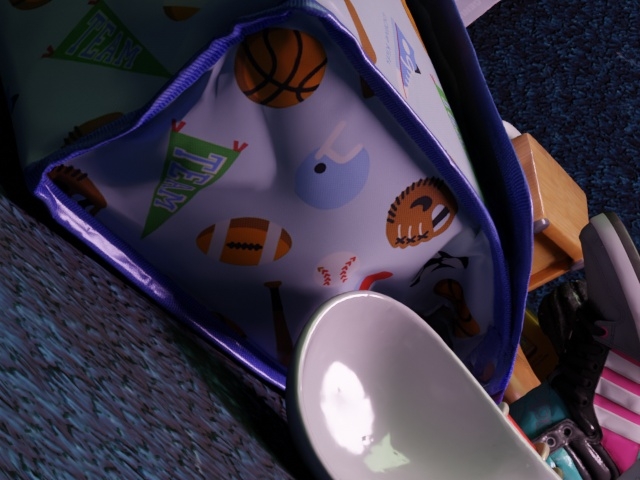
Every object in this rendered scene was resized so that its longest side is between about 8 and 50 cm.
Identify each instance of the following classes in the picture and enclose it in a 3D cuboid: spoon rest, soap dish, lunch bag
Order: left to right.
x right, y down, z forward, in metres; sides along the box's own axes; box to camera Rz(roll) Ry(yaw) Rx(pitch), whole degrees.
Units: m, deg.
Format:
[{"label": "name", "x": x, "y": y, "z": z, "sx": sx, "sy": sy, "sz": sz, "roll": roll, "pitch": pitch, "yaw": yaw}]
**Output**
[{"label": "lunch bag", "x": -0.021, "y": -0.091, "z": 1.241, "sx": 0.385, "sy": 0.239, "sz": 0.328, "roll": 47, "pitch": 17, "yaw": -44}, {"label": "spoon rest", "x": 0.080, "y": 0.138, "z": 1.149, "sx": 0.276, "sy": 0.084, "sz": 0.137, "roll": 45, "pitch": 46, "yaw": -28}, {"label": "soap dish", "x": 0.156, "y": -0.005, "z": 2.031, "sx": 0.118, "sy": 0.229, "sz": 0.291, "roll": 66, "pitch": 13, "yaw": 18}]

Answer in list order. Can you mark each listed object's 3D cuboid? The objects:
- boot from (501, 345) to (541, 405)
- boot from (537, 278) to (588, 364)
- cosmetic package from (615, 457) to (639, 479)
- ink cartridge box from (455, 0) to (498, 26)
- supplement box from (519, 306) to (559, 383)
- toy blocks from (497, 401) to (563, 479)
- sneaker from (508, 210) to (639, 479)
[{"label": "boot", "x": 0.201, "y": 0.151, "z": 1.984, "sx": 0.152, "sy": 0.073, "sz": 0.197, "roll": 46, "pitch": 19, "yaw": 7}, {"label": "boot", "x": 0.392, "y": 0.207, "z": 2.240, "sx": 0.348, "sy": 0.131, "sz": 0.260, "roll": 40, "pitch": 28, "yaw": -41}, {"label": "cosmetic package", "x": 0.383, "y": 0.313, "z": 1.532, "sx": 0.385, "sy": 0.217, "sz": 0.156, "roll": 41, "pitch": 8, "yaw": -24}, {"label": "ink cartridge box", "x": -0.037, "y": -0.185, "z": 1.459, "sx": 0.239, "sy": 0.275, "sz": 0.060, "roll": 24, "pitch": 48, "yaw": -30}, {"label": "supplement box", "x": 0.237, "y": 0.126, "z": 2.312, "sx": 0.233, "sy": 0.078, "sz": 0.080, "roll": 43, "pitch": 7, "yaw": -28}, {"label": "toy blocks", "x": 0.157, "y": 0.180, "z": 1.589, "sx": 0.148, "sy": 0.054, "sz": 0.123, "roll": 45, "pitch": 6, "yaw": -9}, {"label": "sneaker", "x": 0.232, "y": 0.132, "z": 1.801, "sx": 0.124, "sy": 0.178, "sz": 0.295, "roll": -99, "pitch": 174, "yaw": -79}]
